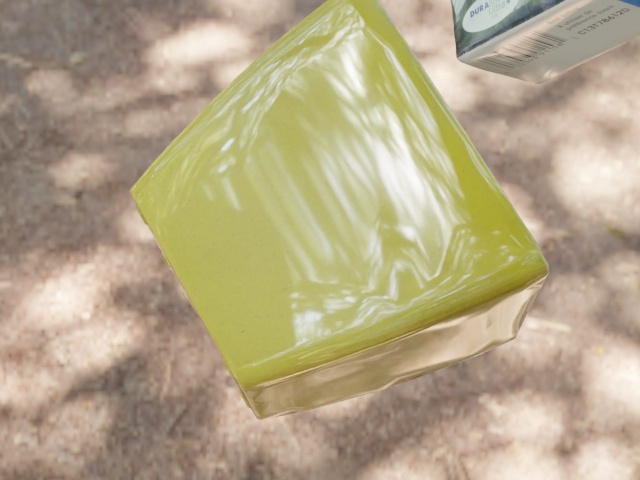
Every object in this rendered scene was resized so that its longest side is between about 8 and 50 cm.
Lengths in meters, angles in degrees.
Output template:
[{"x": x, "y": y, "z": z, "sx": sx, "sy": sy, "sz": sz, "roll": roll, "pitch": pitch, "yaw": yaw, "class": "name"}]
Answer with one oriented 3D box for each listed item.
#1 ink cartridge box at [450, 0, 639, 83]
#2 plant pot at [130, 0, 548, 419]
[{"x": 0.118, "y": -0.253, "z": 0.626, "sx": 0.065, "sy": 0.165, "sz": 0.332, "roll": 10, "pitch": 68, "yaw": -35, "class": "ink cartridge box"}, {"x": 0.000, "y": 0.000, "z": 0.907, "sx": 0.187, "sy": 0.212, "sz": 0.212, "roll": -30, "pitch": 76, "yaw": -5, "class": "plant pot"}]
